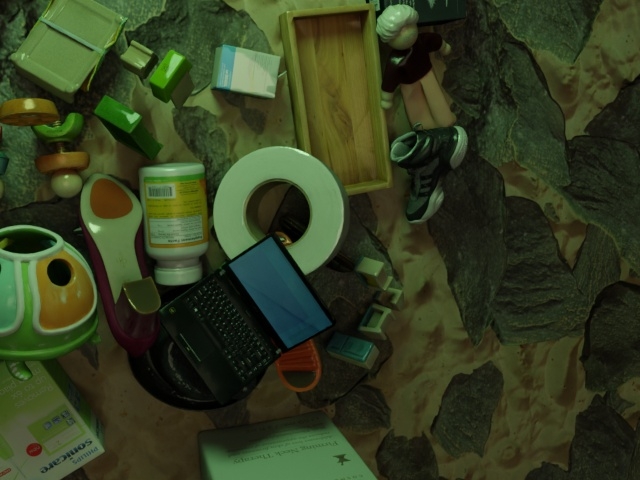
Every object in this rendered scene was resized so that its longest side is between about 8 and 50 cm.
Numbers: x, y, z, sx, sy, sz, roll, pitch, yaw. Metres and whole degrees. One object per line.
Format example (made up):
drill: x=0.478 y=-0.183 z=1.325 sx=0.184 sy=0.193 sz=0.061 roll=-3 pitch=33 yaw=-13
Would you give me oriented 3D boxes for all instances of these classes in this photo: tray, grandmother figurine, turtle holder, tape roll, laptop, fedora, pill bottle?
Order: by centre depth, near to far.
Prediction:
turtle holder: x=-0.570 y=0.085 z=1.228 sx=0.243 sy=0.320 sz=0.227 roll=-13 pitch=123 yaw=-35
laptop: x=-0.148 y=0.159 z=1.295 sx=0.264 sy=0.136 sz=0.234 roll=-37 pitch=95 yaw=-27
pill bottle: x=-0.305 y=-0.036 z=1.349 sx=0.136 sy=0.136 sz=0.245 roll=-5 pitch=102 yaw=-18
tape roll: x=-0.082 y=-0.055 z=1.375 sx=0.286 sy=0.100 sz=0.286 roll=0 pitch=92 yaw=10
fedora: x=-0.251 y=0.261 z=1.411 sx=0.334 sy=0.152 sz=0.334 roll=-5 pitch=104 yaw=-19
grandmother figurine: x=0.213 y=-0.375 z=1.419 sx=0.208 sy=0.104 sz=0.342 roll=-51 pitch=138 yaw=-15
tray: x=0.038 y=-0.308 z=1.452 sx=0.203 sy=0.076 sz=0.411 roll=-12 pitch=105 yaw=-17

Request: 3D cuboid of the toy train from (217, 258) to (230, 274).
toy train: x=-0.229 y=0.075 z=1.462 sx=0.024 sy=0.017 sz=0.083 roll=41 pitch=86 yaw=-12

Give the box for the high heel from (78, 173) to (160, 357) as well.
high heel: x=-0.414 y=0.046 z=1.286 sx=0.127 sy=0.377 sz=0.181 roll=-4 pitch=143 yaw=-30

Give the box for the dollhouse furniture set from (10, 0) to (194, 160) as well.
dollhouse furniture set: x=-0.426 y=-0.335 z=1.287 sx=0.301 sy=0.151 sz=0.197 roll=30 pitch=81 yaw=6

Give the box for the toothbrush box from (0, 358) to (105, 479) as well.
toothbrush box: x=-0.612 y=0.363 z=1.328 sx=0.206 sy=0.122 sz=0.283 roll=-30 pitch=110 yaw=-11

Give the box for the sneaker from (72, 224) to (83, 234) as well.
sneaker: x=-0.464 y=-0.016 z=1.349 sx=0.109 sy=0.040 sz=0.043 roll=-4 pitch=104 yaw=-18

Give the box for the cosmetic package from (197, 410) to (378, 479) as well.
cosmetic package: x=-0.073 y=0.630 z=1.421 sx=0.329 sy=0.394 sz=0.327 roll=-5 pitch=102 yaw=-19

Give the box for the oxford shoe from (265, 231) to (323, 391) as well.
oxford shoe: x=-0.073 y=0.160 z=1.491 sx=0.130 sy=0.133 sz=0.363 roll=-10 pitch=88 yaw=10

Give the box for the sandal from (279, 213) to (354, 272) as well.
sandal: x=0.000 y=0.000 z=1.504 sx=0.219 sy=0.090 sz=0.060 roll=38 pitch=65 yaw=-15

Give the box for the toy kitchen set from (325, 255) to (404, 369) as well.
toy kitchen set: x=0.086 y=0.167 z=1.533 sx=0.207 sy=0.122 sz=0.166 roll=-58 pitch=135 yaw=-24

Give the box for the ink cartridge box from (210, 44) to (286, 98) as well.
ink cartridge box: x=-0.152 y=-0.354 z=1.364 sx=0.143 sy=0.092 sz=0.090 roll=7 pitch=98 yaw=-20

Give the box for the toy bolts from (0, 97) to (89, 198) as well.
toy bolts: x=-0.564 y=-0.156 z=1.195 sx=0.228 sy=0.218 sz=0.158 roll=-8 pitch=89 yaw=-6

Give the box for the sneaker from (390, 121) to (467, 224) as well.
sneaker: x=0.222 y=-0.159 z=1.497 sx=0.153 sy=0.101 sz=0.268 roll=9 pitch=127 yaw=-19

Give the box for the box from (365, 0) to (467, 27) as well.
box: x=0.212 y=-0.561 z=1.443 sx=0.207 sy=0.108 sz=0.153 roll=-10 pitch=103 yaw=-18
